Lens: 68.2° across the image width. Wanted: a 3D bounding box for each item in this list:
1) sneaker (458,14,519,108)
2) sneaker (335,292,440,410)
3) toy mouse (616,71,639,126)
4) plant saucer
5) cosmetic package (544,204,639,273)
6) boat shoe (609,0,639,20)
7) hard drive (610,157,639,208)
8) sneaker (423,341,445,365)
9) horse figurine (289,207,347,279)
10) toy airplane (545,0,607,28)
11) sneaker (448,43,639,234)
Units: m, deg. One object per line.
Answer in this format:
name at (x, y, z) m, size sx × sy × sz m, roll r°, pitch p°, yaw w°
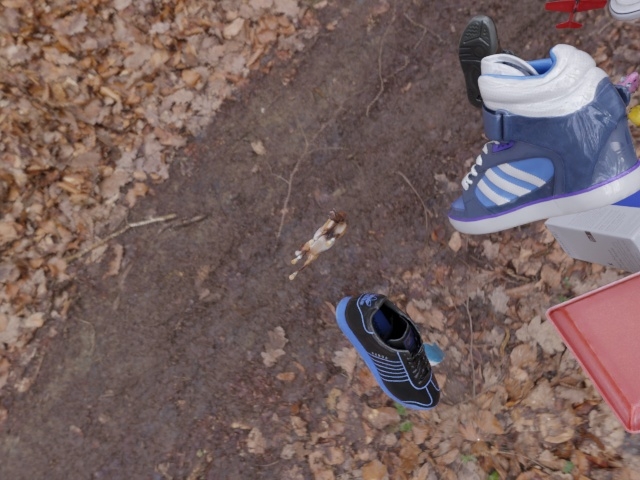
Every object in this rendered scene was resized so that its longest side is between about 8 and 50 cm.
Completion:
sneaker at (0.381, -0.423, 1.067) m, size 0.087 × 0.227 × 0.130 m, roll 23°, pitch 68°, yaw 37°
sneaker at (0.120, 0.171, 0.701) m, size 0.090 × 0.232 × 0.081 m, roll -19°, pitch 27°, yaw 55°
toy mouse at (0.652, -0.304, 0.971) m, size 0.031 × 0.143 × 0.161 m, roll -24°, pitch 42°, yaw -3°
plant saucer at (0.525, 0.146, 0.708) m, size 0.259 × 0.048 × 0.258 m, roll -34°, pitch 96°, yaw 31°
cosmetic package at (0.594, -0.009, 0.976) m, size 0.085 × 0.231 × 0.117 m, roll -45°, pitch 106°, yaw -6°
boat shoe at (0.664, -0.520, 0.863) m, size 0.267 × 0.088 × 0.096 m, roll -28°, pitch 65°, yaw 37°
hard drive at (0.748, -0.102, 0.959) m, size 0.318 × 0.040 × 0.210 m, roll -39°, pitch 90°, yaw 35°
sneaker at (0.389, 0.433, 1.732) m, size 0.092 × 0.228 × 0.087 m, roll -44°, pitch 65°, yaw 13°
horse figurine at (0.000, 0.000, 1.261) m, size 0.066 × 0.174 × 0.263 m, roll 44°, pitch 128°, yaw 0°
toy airplane at (0.686, -0.620, 1.289) m, size 0.151 × 0.151 × 0.028 m, roll 6°, pitch 84°, yaw 21°
sneaker at (0.273, -0.147, 0.691) m, size 0.130 × 0.322 × 0.236 m, roll -34°, pitch 99°, yaw -25°
